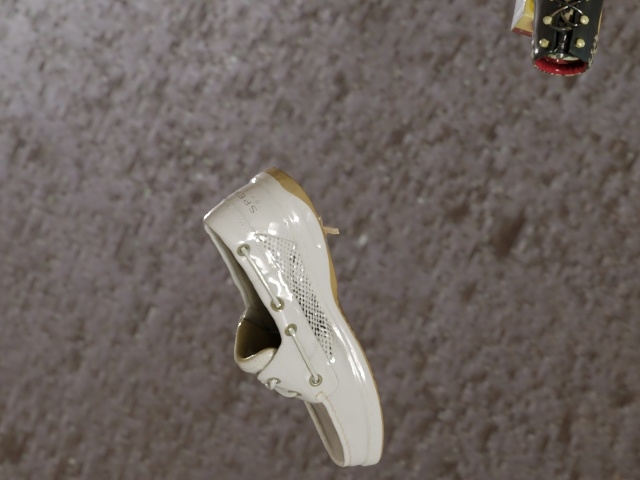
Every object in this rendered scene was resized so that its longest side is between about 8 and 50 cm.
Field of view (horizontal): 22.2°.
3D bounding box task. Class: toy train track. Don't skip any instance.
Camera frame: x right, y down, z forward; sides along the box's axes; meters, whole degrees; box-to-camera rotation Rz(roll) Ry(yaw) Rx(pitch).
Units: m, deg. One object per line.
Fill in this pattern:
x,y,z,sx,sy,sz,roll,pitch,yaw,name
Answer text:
0.000,0.000,1.968,0.048,0.083,0.014,11,54,20,toy train track

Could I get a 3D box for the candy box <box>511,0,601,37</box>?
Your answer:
0.327,-0.354,2.191,0.053,0.109,0.186,125,159,-66,candy box

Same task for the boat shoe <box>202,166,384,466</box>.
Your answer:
-0.028,0.079,1.323,0.096,0.277,0.098,-29,25,-20,boat shoe

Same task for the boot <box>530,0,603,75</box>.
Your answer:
0.260,-0.276,1.658,0.085,0.236,0.178,6,82,7,boot
